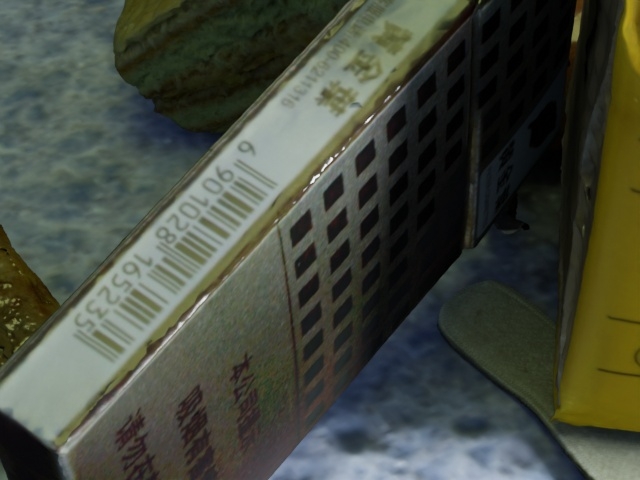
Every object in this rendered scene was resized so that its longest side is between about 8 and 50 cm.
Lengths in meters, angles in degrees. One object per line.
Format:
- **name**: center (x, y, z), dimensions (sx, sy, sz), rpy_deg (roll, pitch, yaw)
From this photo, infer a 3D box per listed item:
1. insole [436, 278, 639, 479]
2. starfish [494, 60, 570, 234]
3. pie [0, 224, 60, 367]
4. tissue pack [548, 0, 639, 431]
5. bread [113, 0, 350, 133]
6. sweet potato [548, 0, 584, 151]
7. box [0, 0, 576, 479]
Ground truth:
- **insole**: center (0.123, 0.076, 0.824), dimensions (0.063, 0.010, 0.192), rpy_deg (-25, 46, -25)
- **starfish**: center (0.086, -0.044, 0.914), dimensions (0.130, 0.041, 0.133), rpy_deg (-41, 48, 16)
- **pie**: center (-0.147, 0.051, 0.842), dimensions (0.092, 0.034, 0.170), rpy_deg (-24, 51, -27)
- **tissue pack**: center (0.295, -0.058, 0.745), dimensions (0.381, 0.293, 0.228), rpy_deg (6, 47, 6)
- **bread**: center (-0.008, -0.134, 0.973), dimensions (0.196, 0.102, 0.138), rpy_deg (-19, 24, 26)
- **sweet potato**: center (0.209, -0.085, 0.950), dimensions (0.291, 0.097, 0.097), rpy_deg (5, 40, 7)
- **box**: center (0.000, -0.001, 0.732), dimensions (0.047, 0.180, 0.325), rpy_deg (32, 63, 21)
